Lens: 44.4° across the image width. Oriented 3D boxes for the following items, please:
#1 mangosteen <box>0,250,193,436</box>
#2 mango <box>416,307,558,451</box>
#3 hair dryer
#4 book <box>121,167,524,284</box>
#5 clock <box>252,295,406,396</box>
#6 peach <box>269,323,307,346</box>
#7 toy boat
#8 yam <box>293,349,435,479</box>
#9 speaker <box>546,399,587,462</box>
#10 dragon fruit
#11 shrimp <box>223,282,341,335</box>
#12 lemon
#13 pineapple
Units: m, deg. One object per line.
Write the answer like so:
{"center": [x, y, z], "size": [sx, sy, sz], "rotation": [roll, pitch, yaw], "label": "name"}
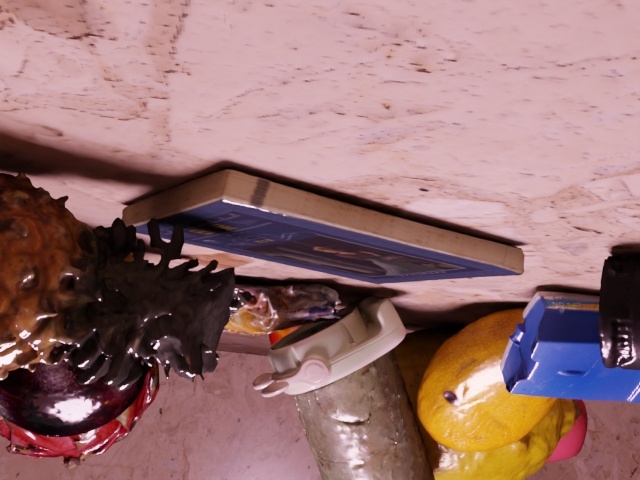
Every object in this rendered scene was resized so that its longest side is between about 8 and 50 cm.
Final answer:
{"center": [-0.241, 0.084, 0.815], "size": [0.250, 0.211, 0.211], "rotation": [-24, -174, -31], "label": "mangosteen"}
{"center": [0.234, 0.168, 1.006], "size": [0.177, 0.120, 0.295], "rotation": [18, 130, -20], "label": "mango"}
{"center": [0.339, 0.061, 0.659], "size": [0.197, 0.089, 0.251], "rotation": [0, 176, 20], "label": "hair dryer"}
{"center": [0.000, 0.000, 0.627], "size": [0.269, 0.025, 0.191], "rotation": [13, 167, -32], "label": "book"}
{"center": [0.003, 0.135, 0.974], "size": [0.191, 0.062, 0.151], "rotation": [-27, -177, -14], "label": "clock"}
{"center": [-0.023, 0.124, 1.104], "size": [0.101, 0.100, 0.100], "rotation": [6, 169, 1], "label": "peach"}
{"center": [0.348, 0.118, 0.850], "size": [0.296, 0.088, 0.129], "rotation": [5, 131, -9], "label": "toy boat"}
{"center": [0.063, 0.270, 1.073], "size": [0.161, 0.267, 0.161], "rotation": [-20, -170, 4], "label": "yam"}
{"center": [0.455, 0.400, 1.773], "size": [0.295, 0.294, 0.294], "rotation": [6, 169, 1], "label": "speaker"}
{"center": [-0.449, 0.245, 1.421], "size": [0.330, 0.329, 0.329], "rotation": [6, 169, 1], "label": "dragon fruit"}
{"center": [-0.099, 0.077, 0.999], "size": [0.164, 0.062, 0.317], "rotation": [24, 159, -36], "label": "shrimp"}
{"center": [0.228, 0.272, 1.249], "size": [0.316, 0.285, 0.285], "rotation": [34, 163, -8], "label": "lemon"}
{"center": [-0.183, 0.039, 0.538], "size": [0.279, 0.157, 0.158], "rotation": [18, 166, -17], "label": "pineapple"}
